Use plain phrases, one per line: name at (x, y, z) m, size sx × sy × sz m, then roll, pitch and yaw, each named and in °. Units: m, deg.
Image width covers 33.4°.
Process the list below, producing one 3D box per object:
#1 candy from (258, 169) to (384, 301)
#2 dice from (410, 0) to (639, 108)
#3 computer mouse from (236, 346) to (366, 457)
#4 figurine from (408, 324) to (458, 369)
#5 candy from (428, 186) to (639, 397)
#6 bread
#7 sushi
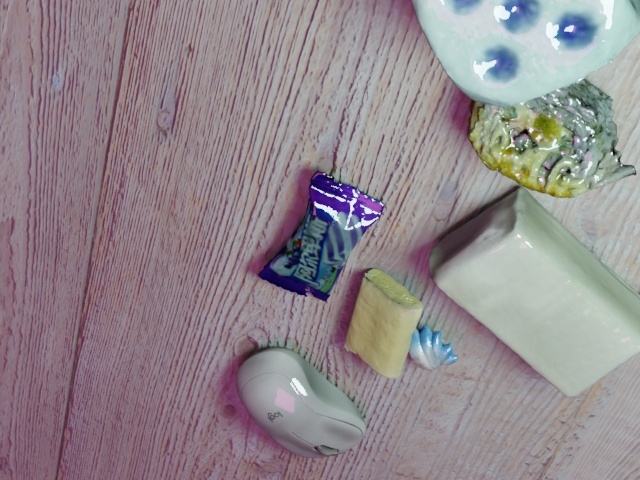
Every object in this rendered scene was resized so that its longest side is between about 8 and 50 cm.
candy at (0.000, 0.000, 1.941) m, size 0.145 × 0.070 × 0.275 m, roll 23°, pitch 124°, yaw -12°
dice at (0.284, -0.370, 1.498) m, size 0.264 × 0.268 × 0.263 m, roll -20°, pitch 115°, yaw 26°
computer mouse at (-0.043, 0.344, 2.149) m, size 0.184 × 0.121 × 0.297 m, roll -28°, pitch 111°, yaw 27°
figurine at (0.199, 0.195, 2.016) m, size 0.114 × 0.079 × 0.114 m, roll 38°, pitch 154°, yaw 22°
candy at (0.382, 0.094, 1.856) m, size 0.358 × 0.145 × 0.208 m, roll 41°, pitch 123°, yaw -15°
bread at (0.114, 0.156, 1.991) m, size 0.139 × 0.060 × 0.178 m, roll 37°, pitch 130°, yaw 32°
sushi at (0.362, -0.177, 1.683) m, size 0.274 × 0.139 × 0.184 m, roll 30°, pitch 124°, yaw -2°
